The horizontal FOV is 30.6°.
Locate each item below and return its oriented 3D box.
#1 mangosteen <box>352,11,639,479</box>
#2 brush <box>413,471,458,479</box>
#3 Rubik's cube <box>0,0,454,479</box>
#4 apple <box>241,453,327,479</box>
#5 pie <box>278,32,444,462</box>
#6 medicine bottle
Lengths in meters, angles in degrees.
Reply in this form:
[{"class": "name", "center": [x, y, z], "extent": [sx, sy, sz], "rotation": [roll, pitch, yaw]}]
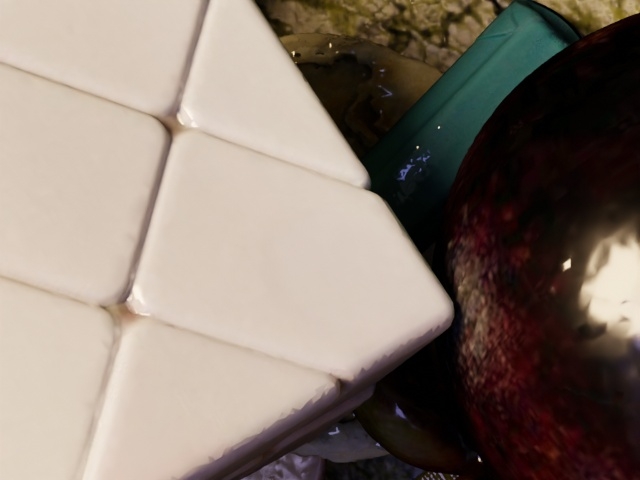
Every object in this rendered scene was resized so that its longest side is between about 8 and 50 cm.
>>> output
[{"class": "mangosteen", "center": [0.219, 0.072, 0.691], "extent": [0.382, 0.382, 0.435], "rotation": [53, 135, 6]}, {"class": "brush", "center": [0.082, 0.218, 0.990], "extent": [0.082, 0.010, 0.218], "rotation": [49, 118, 9]}, {"class": "Rubik's cube", "center": [-0.179, 0.031, 0.660], "extent": [0.322, 0.318, 0.316], "rotation": [58, 149, 8]}, {"class": "apple", "center": [-0.134, 0.160, 0.996], "extent": [0.293, 0.163, 0.251], "rotation": [35, 87, 7]}, {"class": "pie", "center": [0.000, 0.000, 0.884], "extent": [0.339, 0.077, 0.339], "rotation": [0, 86, 4]}, {"class": "medicine bottle", "center": [0.088, -0.063, 0.806], "extent": [0.079, 0.124, 0.258], "rotation": [44, 93, -2]}]
